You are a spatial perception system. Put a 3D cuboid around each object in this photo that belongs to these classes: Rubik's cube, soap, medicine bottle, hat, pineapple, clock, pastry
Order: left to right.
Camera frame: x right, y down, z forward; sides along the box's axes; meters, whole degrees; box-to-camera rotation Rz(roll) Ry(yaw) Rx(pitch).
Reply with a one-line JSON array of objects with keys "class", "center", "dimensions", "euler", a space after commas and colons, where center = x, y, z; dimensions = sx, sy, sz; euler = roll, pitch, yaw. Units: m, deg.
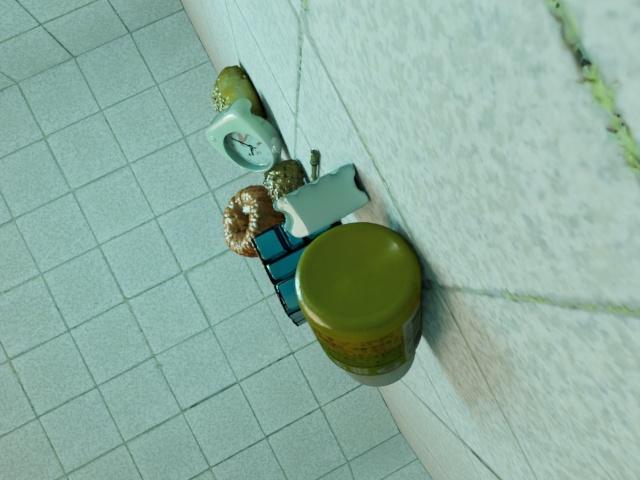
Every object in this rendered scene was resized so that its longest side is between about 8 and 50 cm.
[{"class": "pastry", "center": [-0.362, -0.584, 1.907], "dimensions": [0.316, 0.184, 0.285], "euler": [59, 173, 40]}, {"class": "clock", "center": [-0.279, -0.393, 1.797], "dimensions": [0.265, 0.109, 0.324], "euler": [-17, 132, 45]}, {"class": "hat", "center": [-0.202, -0.059, 1.854], "dimensions": [0.400, 0.285, 0.285], "euler": [16, -141, -55]}, {"class": "pineapple", "center": [-0.082, -0.120, 1.680], "dimensions": [0.365, 0.165, 0.165], "euler": [63, 175, -23]}, {"class": "Rubik's cube", "center": [-0.030, 0.086, 1.471], "dimensions": [0.284, 0.288, 0.293], "euler": [63, 177, 15]}, {"class": "soap", "center": [-0.012, -0.085, 1.017], "dimensions": [0.095, 0.172, 0.289], "euler": [63, 175, -7]}, {"class": "medicine bottle", "center": [0.094, 0.153, 0.904], "dimensions": [0.224, 0.224, 0.384], "euler": [59, 175, 35]}]

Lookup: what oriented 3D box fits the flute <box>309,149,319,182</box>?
[{"class": "flute", "center": [-0.017, -0.209, 1.273], "dimensions": [0.027, 0.027, 0.233], "euler": [62, 174, 8]}]
